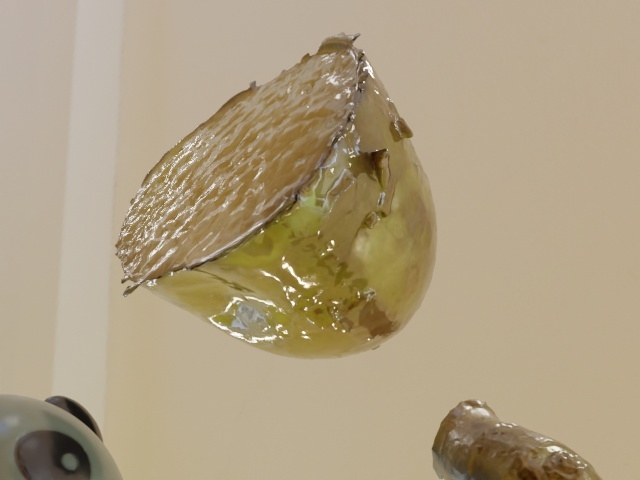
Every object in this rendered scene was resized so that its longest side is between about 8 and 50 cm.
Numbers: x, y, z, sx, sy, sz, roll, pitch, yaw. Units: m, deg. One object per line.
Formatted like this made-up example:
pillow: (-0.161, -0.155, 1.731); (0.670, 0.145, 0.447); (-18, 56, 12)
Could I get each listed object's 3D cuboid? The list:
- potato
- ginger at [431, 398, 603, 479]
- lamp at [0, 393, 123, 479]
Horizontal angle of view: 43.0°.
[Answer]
potato: (0.000, 0.000, 0.718); (0.301, 0.237, 0.288); (-23, -146, 35)
ginger: (0.198, 0.236, 0.747); (0.109, 0.116, 0.263); (-44, -153, -5)
lamp: (-0.233, 0.193, 0.503); (0.198, 0.244, 0.197); (-11, -107, 41)
